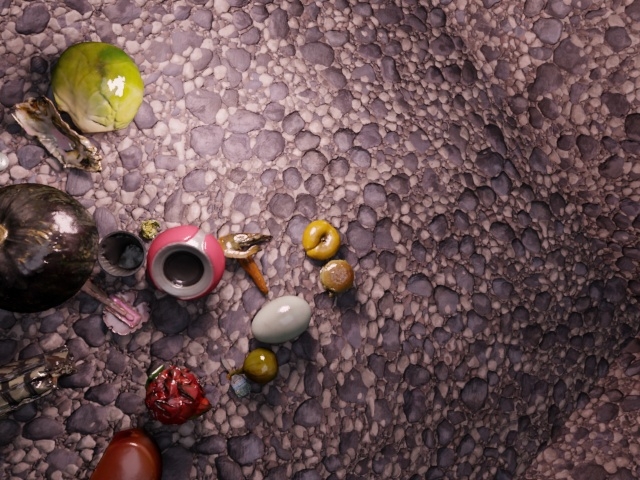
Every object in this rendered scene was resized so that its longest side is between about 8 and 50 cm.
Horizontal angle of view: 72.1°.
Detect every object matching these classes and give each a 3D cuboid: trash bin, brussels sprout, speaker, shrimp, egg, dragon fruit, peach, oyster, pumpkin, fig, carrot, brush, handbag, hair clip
[{"bbox_3d":[-0.748,0.056,1.686,0.176,0.161,0.175,1,85,-14],"label":"trash bin"},{"bbox_3d":[-0.828,-0.573,1.665,0.345,0.268,0.343,0,99,1],"label":"brussels sprout"},{"bbox_3d":[-0.511,0.089,1.702,0.295,0.294,0.293,1,86,-17],"label":"speaker"},{"bbox_3d":[-0.312,0.016,1.847,0.255,0.145,0.059,-2,131,-18],"label":"shrimp"},{"bbox_3d":[-0.163,0.334,1.842,0.264,0.183,0.182,-24,94,-10],"label":"egg"},{"bbox_3d":[-0.534,0.603,1.683,0.293,0.234,0.233,30,78,-10],"label":"dragon fruit"},{"bbox_3d":[0.000,0.000,1.957,0.179,0.103,0.179,1,88,-15],"label":"peach"},{"bbox_3d":[-0.690,-0.045,1.769,0.085,0.058,0.085,-11,104,-49],"label":"brussels sprout"},{"bbox_3d":[-0.965,-0.390,1.654,0.354,0.201,0.107,53,29,-20],"label":"oyster"},{"bbox_3d":[-0.991,0.026,1.508,0.455,0.344,0.453,-2,77,9],"label":"pumpkin"},{"bbox_3d":[-0.265,0.535,1.830,0.187,0.148,0.142,-26,111,17],"label":"fig"},{"bbox_3d":[-0.281,0.145,1.886,0.061,0.061,0.209,-35,101,-17],"label":"carrot"},{"bbox_3d":[-0.365,0.565,1.846,0.070,0.021,0.196,-34,96,-18],"label":"brush"},{"bbox_3d":[-1.034,0.492,1.480,0.327,0.325,0.162,-20,95,-17],"label":"handbag"},{"bbox_3d":[-0.808,0.238,1.702,0.300,0.069,0.173,45,76,-20],"label":"hair clip"}]

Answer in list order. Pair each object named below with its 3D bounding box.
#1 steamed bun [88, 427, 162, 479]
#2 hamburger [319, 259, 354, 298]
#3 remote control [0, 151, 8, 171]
[{"bbox_3d":[-0.717,0.901,1.599,0.248,0.235,0.379,30,78,-11],"label":"steamed bun"},{"bbox_3d":[0.069,0.170,1.953,0.159,0.131,0.184,16,86,-13],"label":"hamburger"},{"bbox_3d":[-1.285,-0.277,1.601,0.257,0.045,0.097,-11,86,-15],"label":"remote control"}]
